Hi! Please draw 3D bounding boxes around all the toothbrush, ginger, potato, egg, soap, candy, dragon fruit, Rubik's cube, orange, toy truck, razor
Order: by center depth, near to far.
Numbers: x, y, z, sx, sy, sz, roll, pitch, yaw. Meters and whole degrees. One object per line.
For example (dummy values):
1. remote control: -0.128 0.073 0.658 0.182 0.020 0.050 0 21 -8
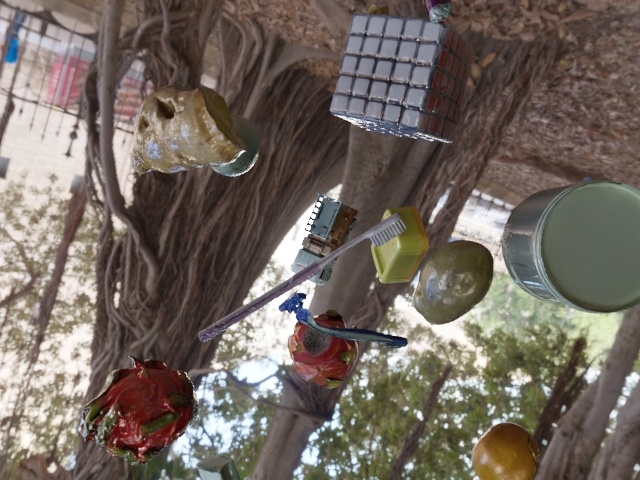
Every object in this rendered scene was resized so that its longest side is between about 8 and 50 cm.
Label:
1. toothbrush: -0.030 0.062 0.699 0.029 0.354 0.024 58 -174 -9
2. ginger: -0.221 -0.182 0.764 0.354 0.190 0.126 17 152 54
3. candy: 0.214 -0.457 0.882 0.045 0.174 0.043 -8 152 -6
4. toy truck: 0.001 0.001 0.953 0.080 0.177 0.115 23 -179 16
5. orange: 0.411 0.480 1.035 0.134 0.154 0.155 48 -159 28
6. razor: 0.063 0.199 1.051 0.324 0.056 0.093 23 145 -21
7. Rubik's cube: 0.194 -0.371 1.104 0.237 0.238 0.237 18 -169 29
8. potato: 0.317 0.102 1.130 0.178 0.235 0.160 24 -160 -18
9. ginger: 0.123 -0.555 1.199 0.057 0.137 0.044 43 -176 -14
10. soap: -0.249 0.670 1.239 0.115 0.198 0.063 -12 -170 45
11. dragon fruit: -0.474 0.453 1.256 0.231 0.237 0.303 37 -155 24
12. egg: -0.271 -0.293 1.451 0.169 0.169 0.236 18 -141 -18
13. dragon fruit: 0.008 0.404 1.808 0.291 0.290 0.189 22 154 14

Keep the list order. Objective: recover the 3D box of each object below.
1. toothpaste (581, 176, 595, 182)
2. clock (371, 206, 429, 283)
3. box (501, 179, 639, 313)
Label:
1. toothpaste: 0.628 -0.058 1.164 0.070 0.193 0.044 36 -166 12
2. clock: 0.212 0.015 1.273 0.096 0.202 0.143 -2 -124 -10
3. box: 0.464 0.010 0.840 0.226 0.226 0.149 20 180 -1
